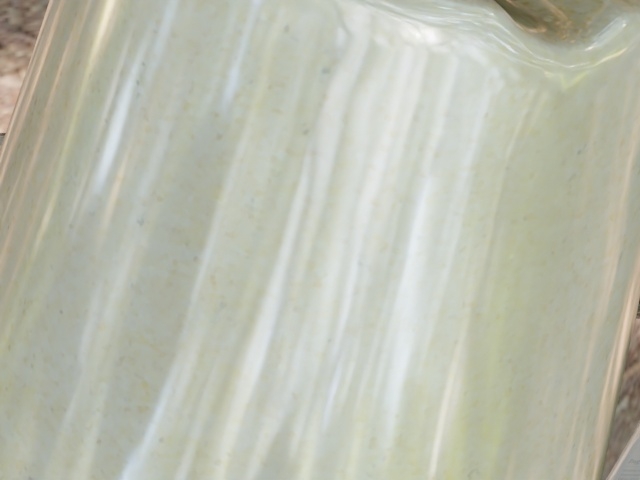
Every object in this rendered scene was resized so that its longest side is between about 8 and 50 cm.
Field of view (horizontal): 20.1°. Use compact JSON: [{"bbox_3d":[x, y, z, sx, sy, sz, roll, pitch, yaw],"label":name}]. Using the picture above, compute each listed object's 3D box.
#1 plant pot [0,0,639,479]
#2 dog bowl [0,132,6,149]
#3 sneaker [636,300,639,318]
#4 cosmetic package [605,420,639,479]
[{"bbox_3d":[0.000,0.000,0.709,0.334,0.334,0.305,21,118,10],"label":"plant pot"},{"bbox_3d":[-0.245,0.097,1.439,0.150,0.408,0.408,22,108,45],"label":"dog bowl"},{"bbox_3d":[0.277,-0.020,1.123,0.283,0.107,0.124,3,71,34],"label":"sneaker"},{"bbox_3d":[0.317,0.246,1.363,0.138,0.224,0.224,-4,124,37],"label":"cosmetic package"}]
